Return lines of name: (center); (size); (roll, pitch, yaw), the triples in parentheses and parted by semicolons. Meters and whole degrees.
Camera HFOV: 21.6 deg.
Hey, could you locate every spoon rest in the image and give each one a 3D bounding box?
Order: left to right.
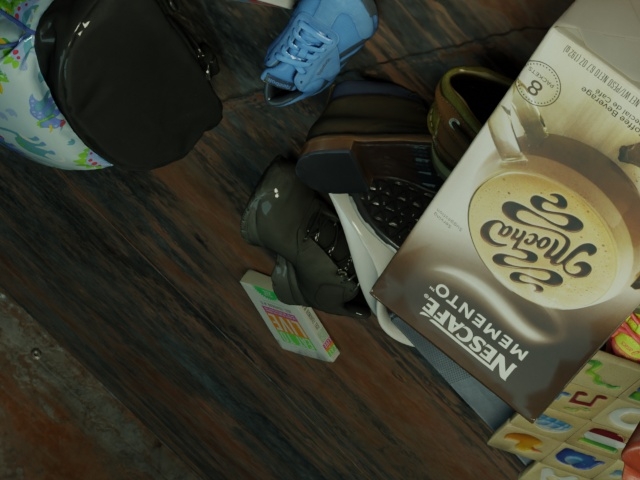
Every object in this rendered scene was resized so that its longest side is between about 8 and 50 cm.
spoon rest: (0.066, 0.024, 1.779); (0.276, 0.084, 0.137); (52, -177, -36)

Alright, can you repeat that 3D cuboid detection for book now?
book: (-0.039, 0.102, 2.273); (0.096, 0.035, 0.144); (17, 149, 42)

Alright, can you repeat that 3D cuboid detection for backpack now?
backpack: (-0.319, -0.222, 1.785); (0.355, 0.273, 0.290); (43, 172, 31)

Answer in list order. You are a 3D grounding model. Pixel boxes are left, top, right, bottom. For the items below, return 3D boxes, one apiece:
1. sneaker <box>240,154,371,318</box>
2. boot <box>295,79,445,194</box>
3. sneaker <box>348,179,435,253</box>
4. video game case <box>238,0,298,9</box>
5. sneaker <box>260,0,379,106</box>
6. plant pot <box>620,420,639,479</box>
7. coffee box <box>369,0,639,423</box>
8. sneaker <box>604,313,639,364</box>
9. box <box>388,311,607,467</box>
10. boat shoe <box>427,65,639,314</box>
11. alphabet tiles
sneaker: (0.000, 0.000, 1.884); (0.130, 0.109, 0.286); (20, 162, 23)
boot: (0.091, -0.102, 1.512); (0.219, 0.106, 0.082); (2, 143, 17)
sneaker: (0.112, 0.009, 1.683); (0.235, 0.084, 0.097); (42, 162, -4)
video game case: (-0.184, -0.241, 1.471); (0.285, 0.025, 0.204); (11, -175, 18)
sneaker: (-0.007, -0.173, 1.504); (0.069, 0.082, 0.209); (42, 160, 1)
plant pot: (0.359, 0.108, 1.154); (0.272, 0.265, 0.272); (36, 161, 15)
coffee box: (0.184, -0.027, 1.224); (0.168, 0.119, 0.297); (38, 133, 6)
sneaker: (0.293, 0.065, 1.448); (0.081, 0.094, 0.208); (35, 161, 15)
box: (0.206, 0.108, 1.605); (0.183, 0.059, 0.232); (-26, 112, 44)
boat shoe: (0.213, -0.039, 1.339); (0.307, 0.110, 0.104); (28, 154, 22)
alphabet tiles: (0.327, 0.189, 1.550); (0.285, 0.011, 0.342); (18, 149, -9)
